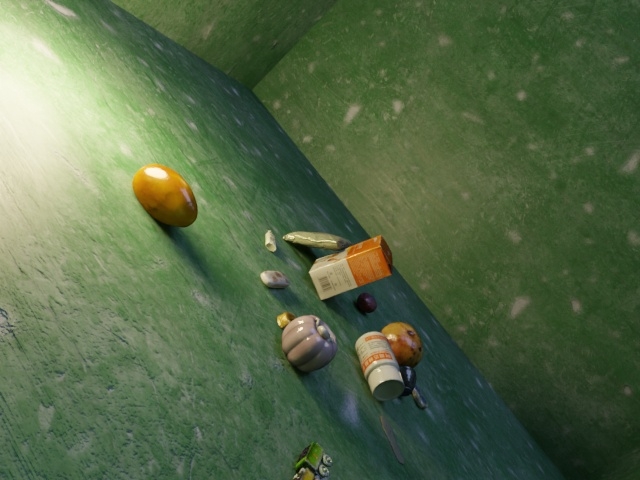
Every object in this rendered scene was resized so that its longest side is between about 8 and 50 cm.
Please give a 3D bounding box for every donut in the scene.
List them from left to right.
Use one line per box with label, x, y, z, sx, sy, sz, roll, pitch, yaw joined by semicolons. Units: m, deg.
donut;-0.111;0.274;1.632;0.083;0.038;0.067;30;20;-45

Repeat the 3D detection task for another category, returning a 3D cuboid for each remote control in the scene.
remote control;0.436;0.694;2.138;0.074;0.032;0.122;31;22;-47

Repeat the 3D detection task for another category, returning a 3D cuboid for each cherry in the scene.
cherry;0.247;0.325;2.427;0.107;0.090;0.225;43;2;27

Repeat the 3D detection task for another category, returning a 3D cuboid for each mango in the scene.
mango;-0.465;-0.133;1.451;0.252;0.153;0.126;40;18;22

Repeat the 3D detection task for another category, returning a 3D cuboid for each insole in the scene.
insole;0.250;0.693;1.672;0.064;0.004;0.188;35;20;-38

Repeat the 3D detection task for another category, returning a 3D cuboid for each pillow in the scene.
pillow;0.001;0.000;2.289;0.275;0.076;0.281;8;0;22

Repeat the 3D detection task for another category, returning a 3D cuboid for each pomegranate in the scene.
pomegranate;0.342;0.476;2.114;0.215;0.215;0.215;44;16;-16

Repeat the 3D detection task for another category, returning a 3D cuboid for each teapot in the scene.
teapot;0.339;0.586;1.995;0.149;0.111;0.108;46;29;-31

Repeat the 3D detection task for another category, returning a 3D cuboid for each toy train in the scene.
toy train;-0.026;0.559;1.131;0.081;0.060;0.202;43;15;4

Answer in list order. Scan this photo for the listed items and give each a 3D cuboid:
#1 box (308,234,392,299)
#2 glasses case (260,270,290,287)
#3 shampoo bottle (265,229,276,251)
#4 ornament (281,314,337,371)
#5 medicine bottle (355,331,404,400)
box;0.144;0.116;2.110;0.225;0.341;0.143;-56;125;-74
glasses case;-0.167;0.146;1.779;0.063;0.041;0.164;54;16;21
shampoo bottle;-0.214;-0.005;2.035;0.049;0.034;0.141;34;19;-23
ornament;-0.030;0.319;1.508;0.177;0.177;0.177;44;16;-16
medicine bottle;0.231;0.489;1.863;0.144;0.144;0.252;39;19;-34
